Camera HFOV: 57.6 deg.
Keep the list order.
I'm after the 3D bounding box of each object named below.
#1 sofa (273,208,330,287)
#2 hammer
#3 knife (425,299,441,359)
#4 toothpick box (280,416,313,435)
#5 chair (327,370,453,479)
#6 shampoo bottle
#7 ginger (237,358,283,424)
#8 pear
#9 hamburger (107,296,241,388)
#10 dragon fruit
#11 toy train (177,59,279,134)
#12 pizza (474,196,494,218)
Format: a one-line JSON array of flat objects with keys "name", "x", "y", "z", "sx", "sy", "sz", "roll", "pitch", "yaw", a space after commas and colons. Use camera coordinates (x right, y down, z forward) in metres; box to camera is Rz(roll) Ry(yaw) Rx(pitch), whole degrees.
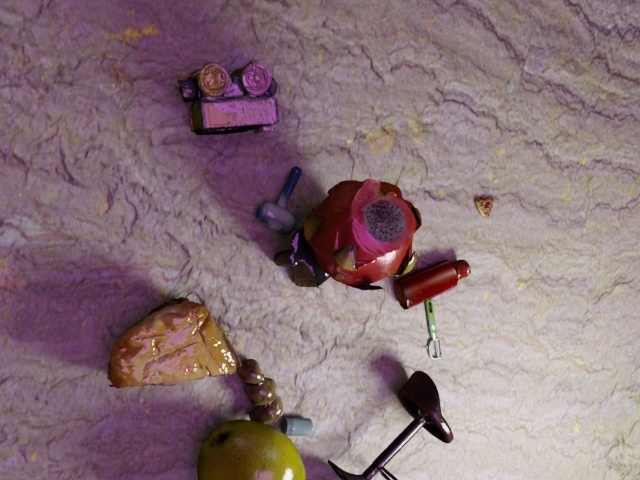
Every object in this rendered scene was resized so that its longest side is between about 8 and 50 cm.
[{"name": "sofa", "x": 0.000, "y": 0.000, "z": 1.618, "sx": 0.258, "sy": 0.200, "sz": 0.182, "roll": -37, "pitch": 97, "yaw": -16}, {"name": "hammer", "x": -0.098, "y": -0.118, "z": 1.625, "sx": 0.116, "sy": 0.069, "sz": 0.194, "roll": 28, "pitch": 78, "yaw": -23}, {"name": "knife", "x": 0.358, "y": 0.290, "z": 1.897, "sx": 0.054, "sy": 0.015, "sz": 0.212, "roll": -12, "pitch": 100, "yaw": -15}, {"name": "toothpick box", "x": -0.070, "y": 0.545, "z": 1.703, "sx": 0.083, "sy": 0.052, "sz": 0.052, "roll": 11, "pitch": 90, "yaw": -26}, {"name": "chair", "x": 0.237, "y": 0.608, "z": 1.757, "sx": 0.401, "sy": 0.226, "sz": 0.226, "roll": -42, "pitch": 110, "yaw": -16}, {"name": "shampoo bottle", "x": 0.361, "y": 0.129, "z": 1.856, "sx": 0.260, "sy": 0.064, "sz": 0.102, "roll": -19, "pitch": 99, "yaw": -23}, {"name": "ginger", "x": -0.170, "y": 0.424, "z": 1.631, "sx": 0.104, "sy": 0.080, "sz": 0.204, "roll": -21, "pitch": 105, "yaw": -16}, {"name": "pear", "x": -0.187, "y": 0.614, "z": 1.540, "sx": 0.294, "sy": 0.294, "sz": 0.294, "roll": -2, "pitch": 96, "yaw": -24}, {"name": "hamburger", "x": -0.370, "y": 0.248, "z": 1.479, "sx": 0.329, "sy": 0.162, "sz": 0.209, "roll": -2, "pitch": 93, "yaw": -22}, {"name": "dragon fruit", "x": 0.123, "y": -0.023, "z": 1.458, "sx": 0.290, "sy": 0.189, "sz": 0.291, "roll": 1, "pitch": 87, "yaw": -20}, {"name": "toy train", "x": -0.231, "y": -0.363, "z": 1.500, "sx": 0.260, "sy": 0.134, "sz": 0.178, "roll": -8, "pitch": 98, "yaw": -23}, {"name": "pizza", "x": 0.557, "y": -0.121, "z": 1.943, "sx": 0.078, "sy": 0.025, "sz": 0.083, "roll": -46, "pitch": 110, "yaw": -12}]
